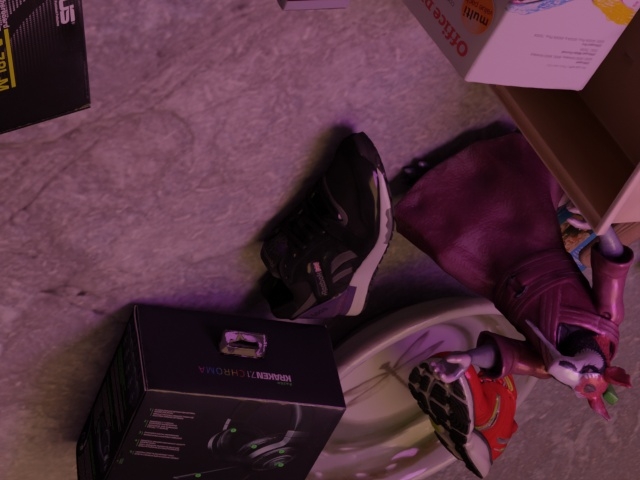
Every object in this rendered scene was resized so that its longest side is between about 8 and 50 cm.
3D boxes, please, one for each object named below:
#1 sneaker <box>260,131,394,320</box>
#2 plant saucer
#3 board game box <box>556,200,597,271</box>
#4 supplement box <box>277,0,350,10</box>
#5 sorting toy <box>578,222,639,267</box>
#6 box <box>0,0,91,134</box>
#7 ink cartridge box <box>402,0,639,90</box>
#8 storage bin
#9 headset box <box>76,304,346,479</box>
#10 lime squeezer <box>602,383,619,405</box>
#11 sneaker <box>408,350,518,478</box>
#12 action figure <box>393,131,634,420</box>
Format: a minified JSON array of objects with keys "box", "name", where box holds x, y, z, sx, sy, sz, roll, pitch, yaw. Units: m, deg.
[{"box":[0.000,0.000,1.823,0.124,0.107,0.283,-10,141,-19],"name":"sneaker"},{"box":[0.107,0.190,2.143,0.400,0.100,0.400,-20,144,-15],"name":"plant saucer"},{"box":[0.329,-0.023,2.091,0.210,0.047,0.160,-41,146,14],"name":"board game box"},{"box":[0.005,-0.329,1.382,0.073,0.130,0.239,-7,138,-31],"name":"supplement box"},{"box":[0.454,-0.090,1.938,0.307,0.041,0.229,-31,166,-20],"name":"sorting toy"},{"box":[-0.299,-0.168,1.427,0.184,0.045,0.191,-16,144,-17],"name":"box"},{"box":[0.211,-0.285,1.559,0.168,0.171,0.233,0,134,-38],"name":"ink cartridge box"},{"box":[0.327,-0.191,1.688,0.123,0.260,0.262,-3,137,-35],"name":"storage bin"},{"box":[-0.132,0.212,1.904,0.246,0.131,0.283,7,134,-21],"name":"headset box"},{"box":[0.351,0.104,2.165,0.110,0.310,0.059,26,113,-4],"name":"lime squeezer"},{"box":[0.194,0.198,2.071,0.118,0.107,0.279,-45,151,-13],"name":"sneaker"},{"box":[0.236,0.060,1.840,0.248,0.370,0.276,-35,150,9],"name":"action figure"}]
